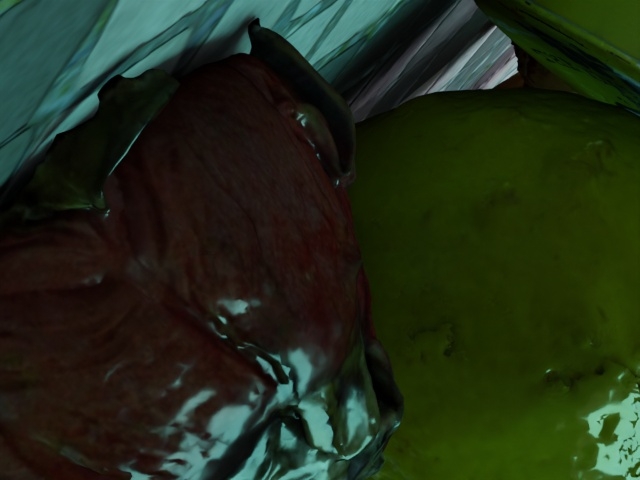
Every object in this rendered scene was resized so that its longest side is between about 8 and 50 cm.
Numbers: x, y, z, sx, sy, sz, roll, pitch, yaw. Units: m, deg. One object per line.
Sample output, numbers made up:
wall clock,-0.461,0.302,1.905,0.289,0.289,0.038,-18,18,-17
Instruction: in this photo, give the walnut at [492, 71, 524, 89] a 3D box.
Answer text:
walnut,0.178,-0.040,1.662,0.336,0.209,0.209,-61,170,23

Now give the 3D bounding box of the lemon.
lemon,0.090,0.042,0.984,0.284,0.260,0.260,-1,180,6

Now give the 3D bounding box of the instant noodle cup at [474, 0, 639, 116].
instant noodle cup,0.281,-0.145,0.985,0.254,0.325,0.325,-55,175,3

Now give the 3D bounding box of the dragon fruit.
dragon fruit,-0.046,0.055,0.622,0.224,0.148,0.218,-48,174,23

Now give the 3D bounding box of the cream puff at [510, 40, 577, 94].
cream puff,0.190,-0.164,1.282,0.149,0.084,0.149,-41,175,-4
